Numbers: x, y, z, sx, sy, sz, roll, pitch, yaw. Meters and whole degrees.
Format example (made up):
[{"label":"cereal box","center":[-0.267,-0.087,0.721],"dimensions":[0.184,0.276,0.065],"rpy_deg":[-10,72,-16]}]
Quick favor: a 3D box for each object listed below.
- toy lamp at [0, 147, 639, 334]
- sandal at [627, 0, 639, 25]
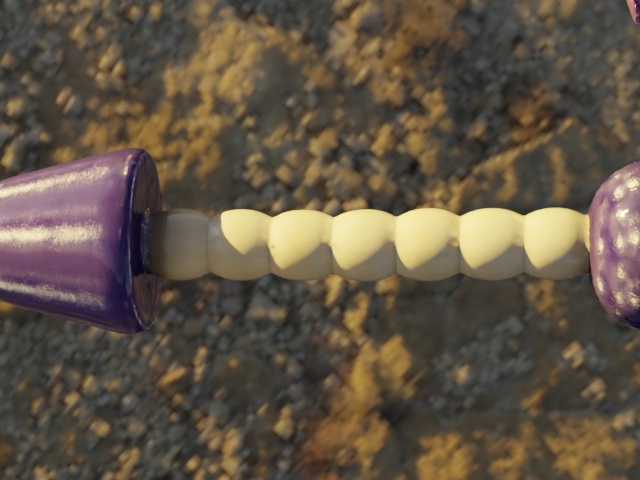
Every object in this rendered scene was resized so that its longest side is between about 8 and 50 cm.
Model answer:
[{"label":"toy lamp","center":[0.000,0.000,0.745],"dimensions":[0.274,0.080,0.080],"rpy_deg":[0,56,4]},{"label":"sandal","center":[0.160,-0.127,0.709],"dimensions":[0.416,0.169,0.102],"rpy_deg":[35,75,12]}]
